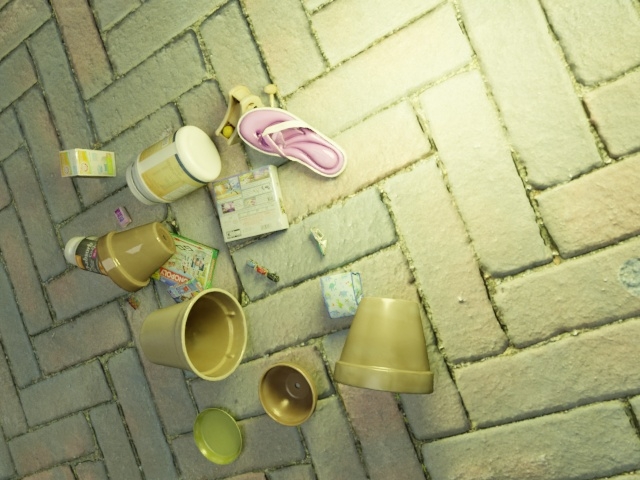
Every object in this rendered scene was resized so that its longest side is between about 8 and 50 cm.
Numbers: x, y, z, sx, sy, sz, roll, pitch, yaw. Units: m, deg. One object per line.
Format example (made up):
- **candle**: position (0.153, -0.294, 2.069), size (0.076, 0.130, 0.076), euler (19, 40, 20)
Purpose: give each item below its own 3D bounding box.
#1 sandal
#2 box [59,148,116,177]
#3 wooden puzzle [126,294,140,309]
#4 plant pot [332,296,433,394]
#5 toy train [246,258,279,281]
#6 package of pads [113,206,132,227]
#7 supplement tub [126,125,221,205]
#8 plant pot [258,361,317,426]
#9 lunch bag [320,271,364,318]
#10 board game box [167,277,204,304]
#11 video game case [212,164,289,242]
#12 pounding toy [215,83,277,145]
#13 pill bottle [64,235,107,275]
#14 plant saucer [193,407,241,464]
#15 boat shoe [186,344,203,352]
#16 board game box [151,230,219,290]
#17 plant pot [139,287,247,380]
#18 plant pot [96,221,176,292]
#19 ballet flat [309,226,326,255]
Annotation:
- **sandal**: position (-0.098, -0.351, 1.702), size (0.416, 0.102, 0.169), euler (22, 104, 3)
- **box**: position (-0.998, -0.327, 2.095), size (0.103, 0.203, 0.114), euler (-2, 94, 24)
- **wooden puzzle**: position (-0.835, 0.278, 2.185), size (0.083, 0.006, 0.049), euler (40, 109, 16)
- **plant pot**: position (0.211, 0.334, 1.591), size (0.323, 0.323, 0.280), euler (1, 79, 24)
- **toy train**: position (-0.228, 0.117, 1.888), size (0.158, 0.036, 0.027), euler (30, 106, 19)
- **package of pads**: position (-0.873, -0.104, 2.154), size (0.050, 0.032, 0.083), euler (-35, 81, 20)
- **supplement tub**: position (-0.574, -0.282, 1.900), size (0.316, 0.228, 0.228), euler (-22, 86, 24)
- **plant pot**: position (-0.107, 0.563, 1.835), size (0.237, 0.110, 0.237), euler (3, 97, 24)
- **lunch bag**: position (0.081, 0.195, 1.726), size (0.129, 0.096, 0.151), euler (-14, 78, 26)
- **board game box**: position (-0.509, 0.254, 1.975), size (0.136, 0.035, 0.201), euler (-18, 116, 24)
- **video game case**: position (-0.270, -0.137, 1.870), size (0.270, 0.061, 0.244), euler (-12, 91, 24)
- **pounding toy**: position (-0.262, -0.460, 1.787), size (0.155, 0.154, 0.269), euler (41, 109, 15)
- **pill bottle**: position (-0.973, 0.066, 2.143), size (0.278, 0.162, 0.162), euler (9, 98, 22)
- **plant saucer**: position (-0.423, 0.811, 2.036), size (0.241, 0.037, 0.241), euler (2, 95, 23)
- **boat shoe**: position (-0.522, 0.474, 2.019), size (0.305, 0.091, 0.109), euler (2, 95, 23)
- **board game box**: position (-0.585, 0.093, 2.038), size (0.317, 0.046, 0.213), euler (18, 101, 21)
- **plant pot**: position (-0.503, 0.362, 1.855), size (0.306, 0.334, 0.333), euler (-10, 91, 31)
- **plant pot**: position (-0.713, 0.044, 1.953), size (0.229, 0.263, 0.263), euler (-28, 83, 4)
- **ballet flat**: position (0.000, 0.000, 1.779), size (0.041, 0.041, 0.114), euler (-32, 83, 23)
